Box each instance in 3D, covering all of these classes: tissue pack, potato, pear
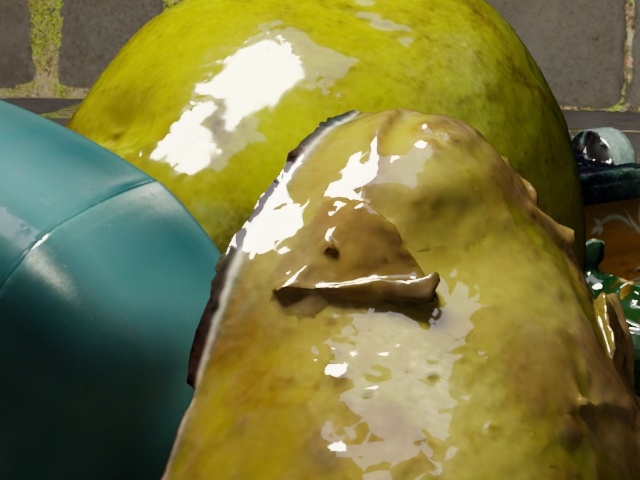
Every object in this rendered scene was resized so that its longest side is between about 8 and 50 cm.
[{"bbox_3d":[-0.159,0.097,0.858,0.206,0.287,0.198,33,15,9],"label":"tissue pack"},{"bbox_3d":[0.063,0.104,0.822,0.196,0.299,0.246,10,-18,23],"label":"potato"},{"bbox_3d":[0.000,0.000,1.220,0.352,0.351,0.413,6,13,33],"label":"pear"}]

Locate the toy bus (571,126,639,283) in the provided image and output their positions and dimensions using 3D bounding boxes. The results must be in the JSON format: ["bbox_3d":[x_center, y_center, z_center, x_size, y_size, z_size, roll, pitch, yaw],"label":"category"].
[{"bbox_3d":[0.119,-0.008,1.610,0.162,0.194,0.323,-10,17,-36],"label":"toy bus"}]

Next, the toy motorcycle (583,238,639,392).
[{"bbox_3d":[0.243,0.076,1.367,0.187,0.124,0.275,5,8,-20],"label":"toy motorcycle"}]

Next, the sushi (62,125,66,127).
[{"bbox_3d":[-0.175,-0.031,1.669,0.343,0.181,0.196,-19,1,-41],"label":"sushi"}]
